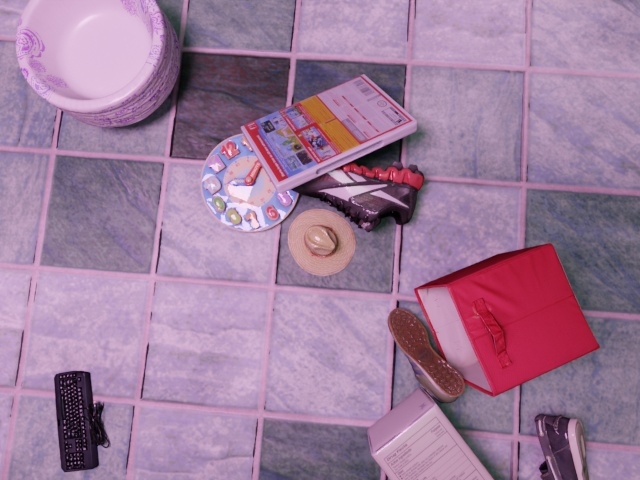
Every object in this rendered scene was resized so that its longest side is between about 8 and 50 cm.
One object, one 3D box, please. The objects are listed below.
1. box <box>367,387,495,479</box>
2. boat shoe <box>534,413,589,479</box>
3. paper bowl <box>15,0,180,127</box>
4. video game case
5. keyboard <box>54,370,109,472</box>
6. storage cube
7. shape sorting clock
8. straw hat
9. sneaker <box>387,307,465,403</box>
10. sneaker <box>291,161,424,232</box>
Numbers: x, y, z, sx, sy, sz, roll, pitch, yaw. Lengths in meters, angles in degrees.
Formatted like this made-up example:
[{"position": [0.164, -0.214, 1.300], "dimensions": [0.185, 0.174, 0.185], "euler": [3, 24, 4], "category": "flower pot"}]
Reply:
[{"position": [0.235, 0.442, 0.720], "dimensions": [0.148, 0.121, 0.311], "euler": [-36, 84, -2], "category": "box"}, {"position": [0.452, 0.440, 0.749], "dimensions": [0.079, 0.084, 0.233], "euler": [-9, 91, 39], "category": "boat shoe"}, {"position": [-0.424, -0.367, 0.810], "dimensions": [0.284, 0.148, 0.284], "euler": [0, 85, 1], "category": "paper bowl"}, {"position": [0.010, -0.215, 0.777], "dimensions": [0.285, 0.025, 0.204], "euler": [-26, 53, -8], "category": "video game case"}, {"position": [-0.478, 0.354, 0.793], "dimensions": [0.100, 0.038, 0.192], "euler": [-10, 85, 0], "category": "keyboard"}, {"position": [0.309, 0.131, 0.709], "dimensions": [0.193, 0.215, 0.184], "euler": [-21, 83, -7], "category": "storage cube"}, {"position": [-0.144, -0.120, 0.830], "dimensions": [0.206, 0.040, 0.206], "euler": [0, 84, 2], "category": "shape sorting clock"}, {"position": [0.000, 0.000, 0.803], "dimensions": [0.144, 0.061, 0.145], "euler": [0, 84, 1], "category": "straw hat"}, {"position": [0.189, 0.226, 0.770], "dimensions": [0.064, 0.086, 0.192], "euler": [-25, 53, -17], "category": "sneaker"}, {"position": [0.062, -0.087, 0.787], "dimensions": [0.275, 0.097, 0.135], "euler": [6, 84, -3], "category": "sneaker"}]
